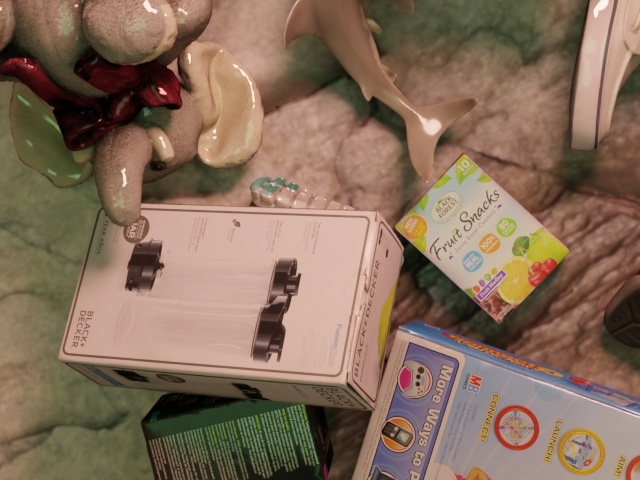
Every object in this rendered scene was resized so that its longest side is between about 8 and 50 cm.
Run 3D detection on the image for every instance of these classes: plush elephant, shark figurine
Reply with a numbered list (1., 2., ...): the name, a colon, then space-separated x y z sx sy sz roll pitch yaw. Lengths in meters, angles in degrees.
1. plush elephant: -0.197 -0.137 1.317 0.272 0.330 0.255 -14 118 14
2. shark figurine: 0.021 -0.189 1.345 0.166 0.116 0.278 3 126 45

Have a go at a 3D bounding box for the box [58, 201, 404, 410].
1. box: -0.081 0.059 1.328 0.290 0.087 0.169 1 67 22

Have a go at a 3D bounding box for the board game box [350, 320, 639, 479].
1. board game box: 0.178 0.270 1.367 0.302 0.086 0.308 19 98 18

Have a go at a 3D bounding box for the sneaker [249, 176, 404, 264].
1. sneaker: 0.000 0.000 1.410 0.167 0.065 0.076 25 114 4

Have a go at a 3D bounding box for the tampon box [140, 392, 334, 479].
1. tampon box: -0.077 0.194 1.399 0.161 0.120 0.101 -13 95 6

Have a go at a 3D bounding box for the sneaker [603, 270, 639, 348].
1. sneaker: 0.365 0.010 1.371 0.087 0.130 0.227 35 126 -5

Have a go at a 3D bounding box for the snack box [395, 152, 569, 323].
1. snack box: 0.157 -0.002 1.401 0.141 0.037 0.100 43 97 -1

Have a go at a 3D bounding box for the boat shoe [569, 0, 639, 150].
1. boat shoe: 0.293 -0.211 1.343 0.088 0.096 0.267 12 89 8
